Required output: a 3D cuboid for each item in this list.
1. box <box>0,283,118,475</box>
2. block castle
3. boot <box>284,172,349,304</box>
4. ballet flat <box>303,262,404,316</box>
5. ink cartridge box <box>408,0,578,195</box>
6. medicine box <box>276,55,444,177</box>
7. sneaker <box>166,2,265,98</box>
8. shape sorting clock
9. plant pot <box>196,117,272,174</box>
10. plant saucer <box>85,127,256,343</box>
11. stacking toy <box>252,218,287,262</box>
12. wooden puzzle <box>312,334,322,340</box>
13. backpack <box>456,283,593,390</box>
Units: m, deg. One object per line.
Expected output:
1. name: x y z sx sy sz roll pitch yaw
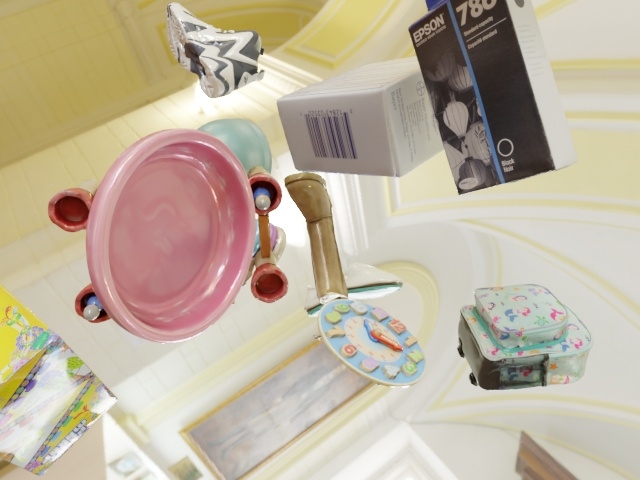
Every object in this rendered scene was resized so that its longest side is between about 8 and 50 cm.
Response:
1. box: -0.547 0.206 0.824 0.290 0.177 0.279 31 -32 20
2. block castle: -0.305 0.010 1.052 0.213 0.453 0.303 -115 -159 -66
3. boot: 0.000 0.000 1.130 0.236 0.089 0.269 37 42 -64
4. ballet flat: 0.089 0.143 1.590 0.400 0.139 0.139 -25 -83 40
5. ink cartridge box: 0.222 -0.240 0.677 0.165 0.065 0.332 -15 -87 58
6. medicine box: 0.118 -0.242 0.912 0.263 0.289 0.149 12 -55 46
7. sneaker: -0.194 -0.382 0.956 0.235 0.153 0.094 51 -35 25
8. shape sorting clock: 0.091 0.169 0.842 0.206 0.206 0.040 45 -63 36
9. plant pot: -0.329 -0.253 1.556 0.293 0.196 0.293 4 -83 32
10. plant saucer: -0.232 -0.009 0.774 0.084 0.332 0.332 8 -47 30
11. stacking toy: -0.259 -0.040 1.344 0.330 0.141 0.141 29 -3 -31
12. wooden puzzle: 0.013 0.312 1.549 0.049 0.083 0.006 136 -34 -60
13. backpack: 0.452 0.209 1.076 0.225 0.254 0.191 -95 -174 -64
